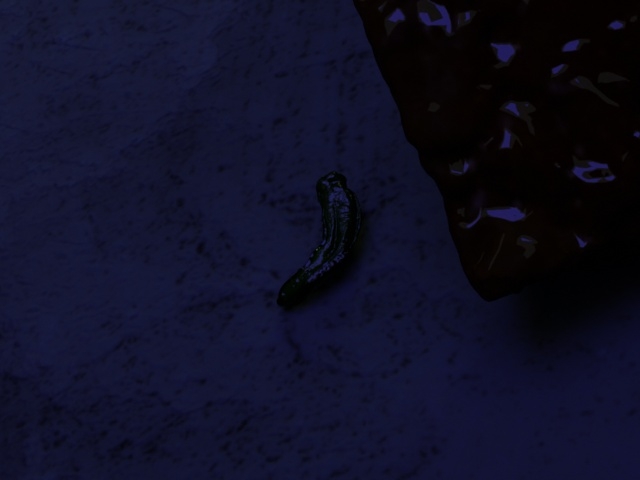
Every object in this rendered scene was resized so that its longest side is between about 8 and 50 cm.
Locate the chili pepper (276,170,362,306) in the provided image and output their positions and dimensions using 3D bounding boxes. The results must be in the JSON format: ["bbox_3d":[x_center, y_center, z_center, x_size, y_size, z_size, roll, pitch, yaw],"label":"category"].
[{"bbox_3d":[0.007,0.003,1.424,0.055,0.035,0.118,2,66,44],"label":"chili pepper"}]

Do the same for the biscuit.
[{"bbox_3d":[0.223,-0.181,1.258,0.395,0.166,0.343,-22,91,10],"label":"biscuit"}]
